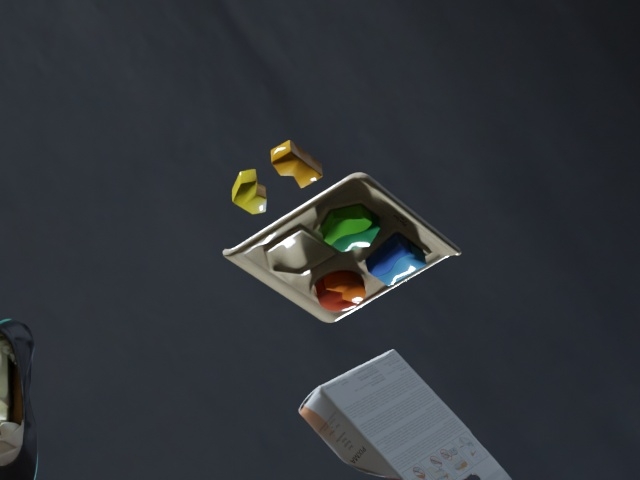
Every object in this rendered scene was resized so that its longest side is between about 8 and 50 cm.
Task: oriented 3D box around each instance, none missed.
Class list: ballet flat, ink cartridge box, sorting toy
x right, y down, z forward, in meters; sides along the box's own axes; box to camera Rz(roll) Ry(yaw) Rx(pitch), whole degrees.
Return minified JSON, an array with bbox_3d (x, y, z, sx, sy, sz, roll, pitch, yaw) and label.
[{"bbox_3d":[-0.354,0.186,1.572,0.074,0.074,0.203,145,125,-70],"label":"ballet flat"},{"bbox_3d":[0.084,0.198,1.380,0.179,0.145,0.045,49,123,15],"label":"ink cartridge box"},{"bbox_3d":[0.000,0.000,1.718,0.307,0.229,0.041,36,-143,-42],"label":"sorting toy"}]
